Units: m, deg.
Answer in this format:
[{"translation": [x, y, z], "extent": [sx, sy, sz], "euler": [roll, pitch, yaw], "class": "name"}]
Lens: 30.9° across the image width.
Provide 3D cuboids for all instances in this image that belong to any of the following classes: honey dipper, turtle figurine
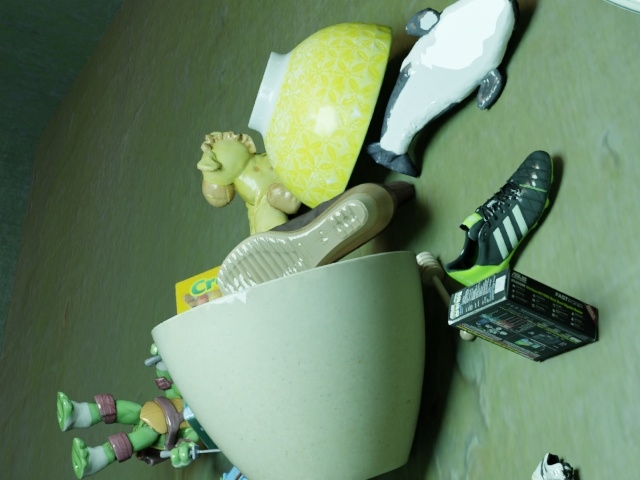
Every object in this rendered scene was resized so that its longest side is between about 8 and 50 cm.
[{"translation": [0.152, 0.068, 1.407], "extent": [0.030, 0.030, 0.161], "euler": [-59, 29, 22], "class": "honey dipper"}, {"translation": [-0.254, 0.253, 1.779], "extent": [0.274, 0.266, 0.198], "euler": [-20, 81, 63], "class": "turtle figurine"}]

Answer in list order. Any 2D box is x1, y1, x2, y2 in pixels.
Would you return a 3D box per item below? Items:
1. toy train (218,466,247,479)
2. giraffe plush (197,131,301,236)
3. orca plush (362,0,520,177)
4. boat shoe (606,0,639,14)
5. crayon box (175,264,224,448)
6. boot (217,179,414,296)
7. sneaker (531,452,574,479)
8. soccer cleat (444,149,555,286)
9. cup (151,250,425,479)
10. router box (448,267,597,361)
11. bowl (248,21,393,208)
[{"translation": [-0.102, 0.361, 1.648], "extent": [0.184, 0.080, 0.105], "euler": [-56, 23, 28], "class": "toy train"}, {"translation": [-0.116, -0.097, 1.838], "extent": [0.181, 0.170, 0.210], "euler": [179, 108, -81], "class": "giraffe plush"}, {"translation": [0.177, -0.213, 1.533], "extent": [0.151, 0.102, 0.287], "euler": [30, 117, 20], "class": "orca plush"}, {"translation": [0.312, -0.380, 1.278], "extent": [0.187, 0.156, 0.500], "euler": [-56, 40, 17], "class": "boat shoe"}, {"translation": [-0.101, 0.125, 1.690], "extent": [0.203, 0.083, 0.323], "euler": [-22, 40, 9], "class": "crayon box"}, {"translation": [0.000, 0.000, 1.533], "extent": [0.248, 0.090, 0.207], "euler": [-29, -2, 21], "class": "boot"}, {"translation": [0.233, 0.234, 1.121], "extent": [0.037, 0.031, 0.083], "euler": [-66, 26, 9], "class": "sneaker"}, {"translation": [0.204, -0.025, 1.316], "extent": [0.179, 0.072, 0.060], "euler": [-64, 26, 13], "class": "soccer cleat"}, {"translation": [-0.009, 0.174, 1.381], "extent": [0.331, 0.331, 0.237], "euler": [-29, 76, 54], "class": "cup"}, {"translation": [0.207, 0.078, 1.182], "extent": [0.092, 0.122, 0.038], "euler": [-32, 40, 51], "class": "router box"}, {"translation": [-0.015, -0.194, 1.677], "extent": [0.289, 0.156, 0.290], "euler": [-163, 90, -85], "class": "bowl"}]
